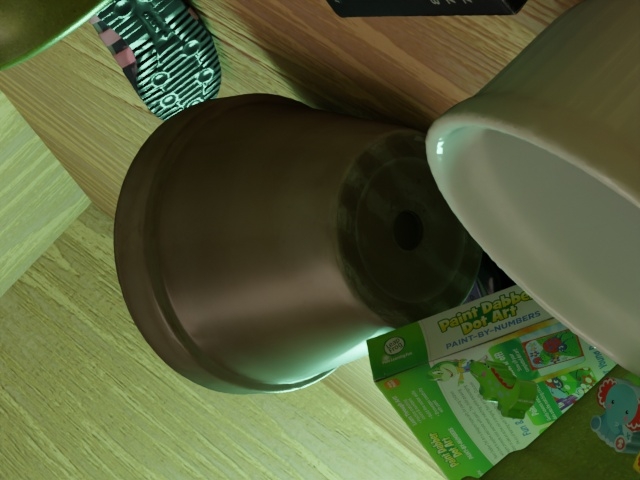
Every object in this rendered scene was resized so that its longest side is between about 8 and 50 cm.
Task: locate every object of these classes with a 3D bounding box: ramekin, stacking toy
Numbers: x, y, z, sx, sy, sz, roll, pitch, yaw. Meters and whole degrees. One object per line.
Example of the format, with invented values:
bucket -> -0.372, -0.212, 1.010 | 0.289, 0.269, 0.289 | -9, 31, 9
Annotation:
ramekin -> 0.215, -0.026, 0.810 | 0.277, 0.135, 0.277 | 40, 168, 10
stacking toy -> 0.226, 0.132, 0.845 | 0.167, 0.052, 0.221 | 11, -164, -33

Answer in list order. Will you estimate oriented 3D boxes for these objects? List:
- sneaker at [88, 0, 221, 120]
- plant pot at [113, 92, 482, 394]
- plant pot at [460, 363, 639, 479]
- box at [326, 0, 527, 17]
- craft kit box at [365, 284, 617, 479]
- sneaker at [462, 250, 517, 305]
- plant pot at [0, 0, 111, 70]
sneaker -> -0.208, -0.264, 1.445 | 0.131, 0.112, 0.319 | 54, 174, 35
plant pot -> 0.000, 0.000, 1.276 | 0.280, 0.323, 0.323 | -3, 136, 52
plant pot -> 0.297, 0.196, 1.044 | 0.276, 0.254, 0.276 | 40, 169, 10
box -> 0.046, -0.218, 0.731 | 0.153, 0.108, 0.207 | 48, 167, -26
craft kit box -> 0.203, 0.134, 1.197 | 0.250, 0.247, 0.061 | 55, -164, -46
sneaker -> 0.246, 0.116, 1.302 | 0.283, 0.107, 0.124 | 43, 162, -3
plant pot -> -0.256, -0.300, 0.776 | 0.353, 0.366, 0.366 | 48, 166, -30
